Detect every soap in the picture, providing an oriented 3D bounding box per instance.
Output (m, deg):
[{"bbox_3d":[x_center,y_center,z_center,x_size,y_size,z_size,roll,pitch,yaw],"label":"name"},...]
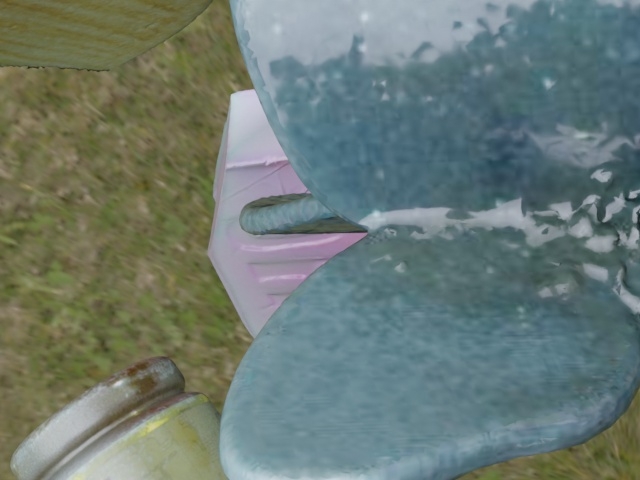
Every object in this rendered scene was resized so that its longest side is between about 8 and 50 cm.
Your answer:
[{"bbox_3d":[0.000,0.000,1.545,0.192,0.324,0.109,-6,48,16],"label":"soap"}]

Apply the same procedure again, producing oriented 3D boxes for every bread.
[{"bbox_3d":[-0.101,-0.108,0.678,0.112,0.193,0.036,-22,84,27],"label":"bread"}]

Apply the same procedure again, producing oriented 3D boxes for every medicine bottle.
[{"bbox_3d":[-0.075,0.249,1.165,0.151,0.151,0.322,-37,80,3],"label":"medicine bottle"}]

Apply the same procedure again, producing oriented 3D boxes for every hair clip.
[{"bbox_3d":[0.110,-0.074,0.730,0.318,0.392,0.238,-2,106,1],"label":"hair clip"}]
